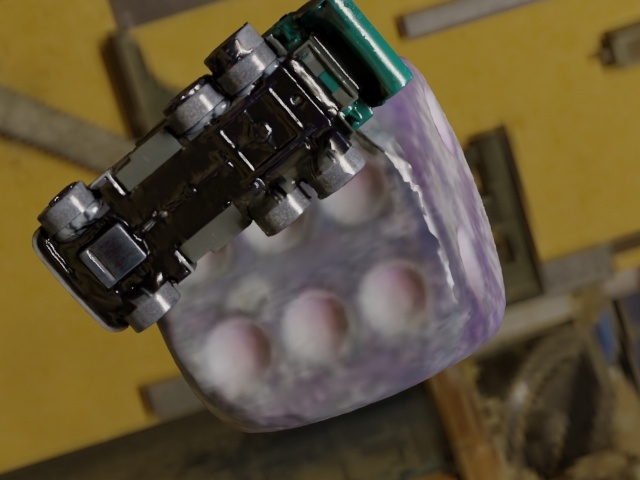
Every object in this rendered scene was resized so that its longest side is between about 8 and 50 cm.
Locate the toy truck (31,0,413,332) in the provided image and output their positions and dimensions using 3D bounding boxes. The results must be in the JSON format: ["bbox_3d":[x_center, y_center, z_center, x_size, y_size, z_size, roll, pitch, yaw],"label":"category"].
[{"bbox_3d":[-0.060,-0.055,1.220,0.114,0.253,0.124,49,15,-8],"label":"toy truck"}]

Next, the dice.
[{"bbox_3d":[0.000,0.000,1.717,0.271,0.270,0.270,-47,115,-74],"label":"dice"}]
